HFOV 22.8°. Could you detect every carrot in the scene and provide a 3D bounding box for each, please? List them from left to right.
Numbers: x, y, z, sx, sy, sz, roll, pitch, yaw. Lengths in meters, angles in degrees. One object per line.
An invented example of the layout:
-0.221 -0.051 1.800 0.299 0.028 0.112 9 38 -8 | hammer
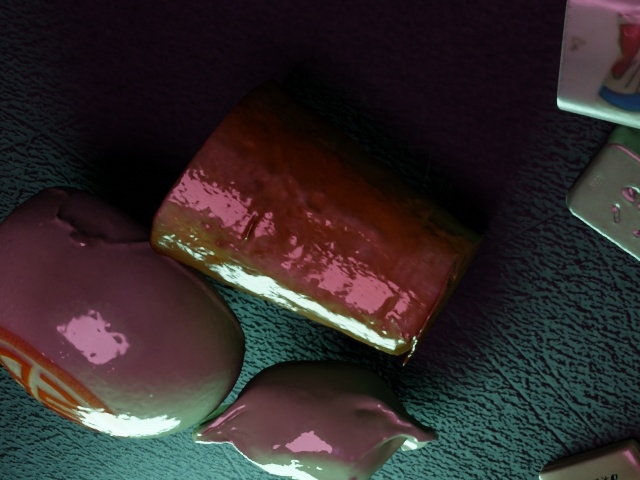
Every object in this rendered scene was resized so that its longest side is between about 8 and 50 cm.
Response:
0.000 0.000 1.414 0.254 0.196 0.196 34 134 4 | carrot

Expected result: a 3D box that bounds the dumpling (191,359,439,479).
-0.003 0.186 1.596 0.250 0.162 0.132 1 87 13 | dumpling

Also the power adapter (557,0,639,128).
0.293 -0.147 1.168 0.204 0.125 0.130 16 129 21 | power adapter

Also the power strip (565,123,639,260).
0.343 0.013 1.310 0.288 0.053 0.093 35 133 4 | power strip

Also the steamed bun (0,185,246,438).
-0.219 0.089 1.563 0.283 0.177 0.283 34 162 12 | steamed bun

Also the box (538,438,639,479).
0.267 0.227 1.536 0.115 0.025 0.048 -24 110 40 | box
